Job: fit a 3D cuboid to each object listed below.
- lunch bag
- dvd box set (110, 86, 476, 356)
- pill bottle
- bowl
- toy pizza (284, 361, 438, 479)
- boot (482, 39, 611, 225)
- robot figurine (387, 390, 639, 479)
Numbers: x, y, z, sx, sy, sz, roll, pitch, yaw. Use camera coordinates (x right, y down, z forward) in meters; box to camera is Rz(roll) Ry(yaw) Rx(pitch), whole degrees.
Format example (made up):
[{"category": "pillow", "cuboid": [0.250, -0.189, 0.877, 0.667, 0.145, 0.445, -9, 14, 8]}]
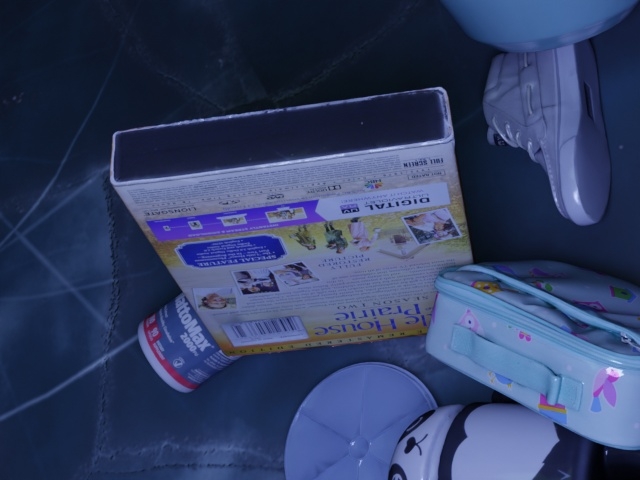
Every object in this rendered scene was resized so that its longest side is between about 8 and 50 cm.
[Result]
[{"category": "lunch bag", "cuboid": [0.249, 0.099, 1.268, 0.279, 0.224, 0.108, 22, 107, 46]}, {"category": "dvd box set", "cuboid": [0.000, 0.000, 1.336, 0.307, 0.420, 0.062, -7, 63, 9]}, {"category": "pill bottle", "cuboid": [-0.121, 0.093, 1.610, 0.180, 0.108, 0.108, -36, 54, 13]}, {"category": "bowl", "cuboid": [0.253, -0.321, 1.491, 0.311, 0.163, 0.311, -17, 25, 8]}, {"category": "toy pizza", "cuboid": [0.050, 0.235, 1.486, 0.201, 0.032, 0.201, -13, 64, 27]}, {"category": "boot", "cuboid": [0.250, -0.118, 1.500, 0.123, 0.095, 0.258, -18, 52, 31]}, {"category": "robot figurine", "cuboid": [0.200, 0.243, 1.299, 0.278, 0.209, 0.174, -2, 96, 31]}]
